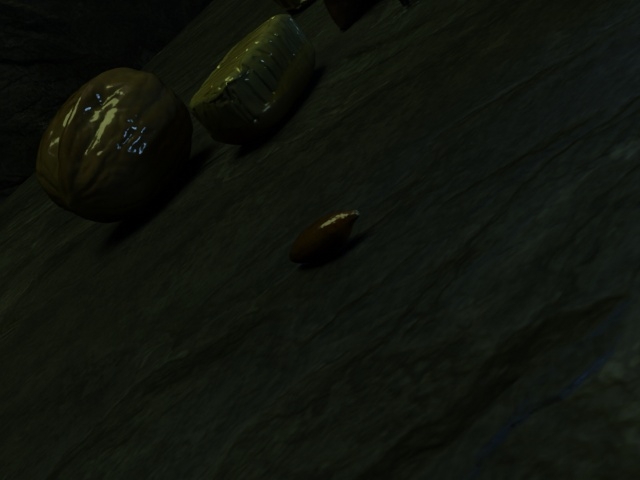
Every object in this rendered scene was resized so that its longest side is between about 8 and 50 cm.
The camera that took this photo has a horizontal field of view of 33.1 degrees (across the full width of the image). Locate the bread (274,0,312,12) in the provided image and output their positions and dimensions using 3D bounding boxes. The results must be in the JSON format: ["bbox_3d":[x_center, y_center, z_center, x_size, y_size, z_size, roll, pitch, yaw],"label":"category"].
[{"bbox_3d":[-0.004,-0.584,2.229,0.241,0.107,0.136,-44,15,-10],"label":"bread"}]

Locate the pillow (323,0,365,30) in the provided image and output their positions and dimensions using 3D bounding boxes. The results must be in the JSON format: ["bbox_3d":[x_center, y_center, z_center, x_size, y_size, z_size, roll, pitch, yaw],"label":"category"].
[{"bbox_3d":[0.046,-0.535,1.767,0.108,0.307,0.305,0,27,8],"label":"pillow"}]

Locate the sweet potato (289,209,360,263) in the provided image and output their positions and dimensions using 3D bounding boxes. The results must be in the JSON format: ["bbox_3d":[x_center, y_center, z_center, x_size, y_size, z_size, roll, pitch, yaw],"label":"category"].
[{"bbox_3d":[0.000,0.000,0.933,0.095,0.034,0.034,-38,15,42],"label":"sweet potato"}]

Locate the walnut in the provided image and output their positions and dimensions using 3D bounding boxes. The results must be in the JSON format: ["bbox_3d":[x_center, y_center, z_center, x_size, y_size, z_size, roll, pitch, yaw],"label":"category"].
[{"bbox_3d":[-0.314,-0.143,1.647,0.225,0.225,0.261,-21,32,47],"label":"walnut"}]

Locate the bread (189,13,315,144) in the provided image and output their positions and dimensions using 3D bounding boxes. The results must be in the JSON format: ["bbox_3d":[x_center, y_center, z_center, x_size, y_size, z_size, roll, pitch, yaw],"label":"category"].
[{"bbox_3d":[-0.091,-0.224,1.538,0.140,0.106,0.236,-25,24,38],"label":"bread"}]

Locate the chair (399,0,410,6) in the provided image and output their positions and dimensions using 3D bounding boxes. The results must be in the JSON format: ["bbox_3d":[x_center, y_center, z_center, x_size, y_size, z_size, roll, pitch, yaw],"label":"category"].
[{"bbox_3d":[0.098,-0.446,1.501,0.084,0.212,0.101,-24,23,42],"label":"chair"}]
